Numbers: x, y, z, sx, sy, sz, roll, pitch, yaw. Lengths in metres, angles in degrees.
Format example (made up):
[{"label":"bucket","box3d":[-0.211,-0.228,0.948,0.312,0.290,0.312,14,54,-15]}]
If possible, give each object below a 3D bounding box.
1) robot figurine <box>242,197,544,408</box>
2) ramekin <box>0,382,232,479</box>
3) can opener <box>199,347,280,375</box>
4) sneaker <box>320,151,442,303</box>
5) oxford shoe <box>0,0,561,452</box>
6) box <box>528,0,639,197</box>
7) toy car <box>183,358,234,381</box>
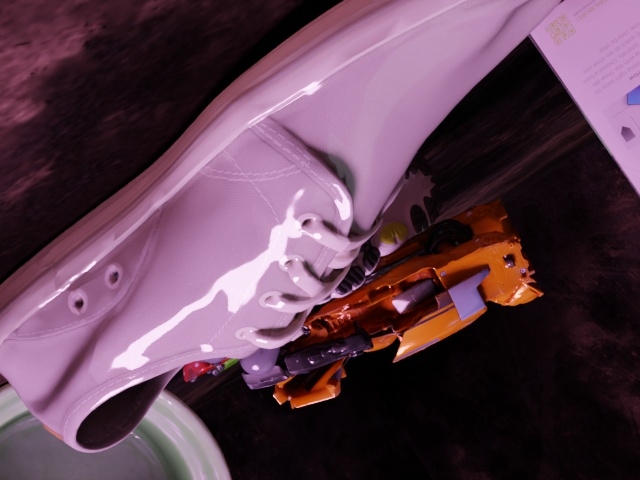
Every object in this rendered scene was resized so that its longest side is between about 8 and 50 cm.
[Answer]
[{"label":"robot figurine","box3d":[0.057,0.064,0.906,0.291,0.085,0.211,-28,-168,13]},{"label":"ramekin","box3d":[-0.247,0.282,0.948,0.303,0.303,0.148,-29,179,-24]},{"label":"can opener","box3d":[-0.082,0.079,0.857,0.280,0.074,0.093,-168,-87,-81]},{"label":"sneaker","box3d":[0.000,0.000,0.869,0.279,0.107,0.118,-22,176,-45]},{"label":"oxford shoe","box3d":[-0.027,-0.012,0.562,0.449,0.130,0.169,-37,170,25]},{"label":"box","box3d":[0.343,-0.104,0.735,0.232,0.322,0.058,-35,169,25]},{"label":"toy car","box3d":[-0.142,0.167,1.549,0.239,0.053,0.225,-28,172,-27]}]
